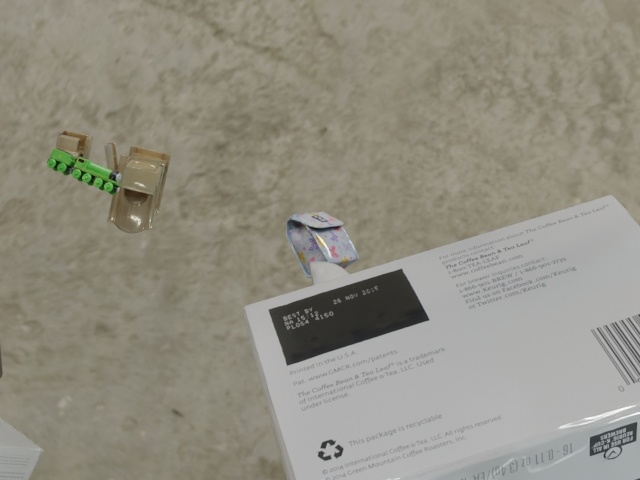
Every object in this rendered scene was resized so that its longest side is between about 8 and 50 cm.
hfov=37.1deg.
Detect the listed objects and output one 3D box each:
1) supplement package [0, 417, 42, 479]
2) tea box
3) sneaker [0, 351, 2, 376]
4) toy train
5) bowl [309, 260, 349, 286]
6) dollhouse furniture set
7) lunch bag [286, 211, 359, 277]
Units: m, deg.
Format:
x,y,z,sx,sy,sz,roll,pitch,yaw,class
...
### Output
x,y,z,sx,sy,sz,roll,pitch,yaw,class
-0.405,0.241,0.860,0.194,0.149,0.203,28,87,-58,supplement package
0.140,0.186,0.795,0.329,0.220,0.323,-17,130,-5,tea box
-0.589,0.191,1.494,0.163,0.281,0.106,-4,98,-15,sneaker
-0.232,-0.069,0.941,0.083,0.017,0.023,22,82,13,toy train
0.024,0.105,1.162,0.053,0.142,0.142,-11,49,-1,bowl
-0.292,-0.072,1.252,0.161,0.182,0.101,13,101,-6,dollhouse furniture set
0.000,0.000,1.223,0.071,0.053,0.083,-6,62,-51,lunch bag
